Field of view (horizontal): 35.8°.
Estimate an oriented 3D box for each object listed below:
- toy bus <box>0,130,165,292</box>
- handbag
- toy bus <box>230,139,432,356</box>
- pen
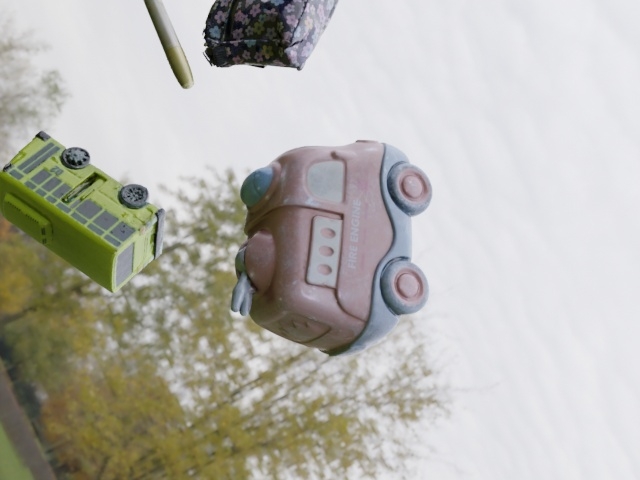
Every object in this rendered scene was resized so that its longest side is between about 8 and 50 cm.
[{"bbox_3d":[-0.391,-0.047,1.594,0.262,0.150,0.128,32,-38,13],"label":"toy bus"},{"bbox_3d":[-0.093,-0.389,1.748,0.208,0.228,0.127,7,-28,29],"label":"handbag"},{"bbox_3d":[0.000,0.000,1.307,0.197,0.232,0.294,-29,-128,58],"label":"toy bus"},{"bbox_3d":[-0.261,-0.353,1.655,0.040,0.032,0.233,119,-50,-69],"label":"pen"}]
